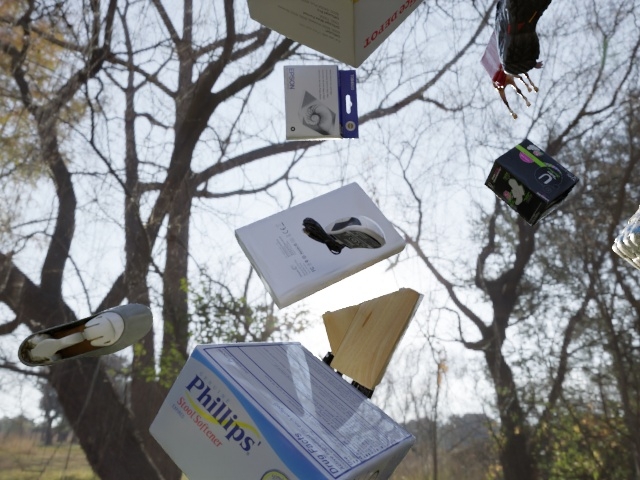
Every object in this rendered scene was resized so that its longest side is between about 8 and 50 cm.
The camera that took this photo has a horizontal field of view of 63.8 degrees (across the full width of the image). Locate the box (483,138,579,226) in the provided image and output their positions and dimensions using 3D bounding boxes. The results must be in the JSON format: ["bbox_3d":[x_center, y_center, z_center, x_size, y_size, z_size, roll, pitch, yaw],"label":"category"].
[{"bbox_3d":[0.259,-0.073,0.637,0.062,0.083,0.052,-33,-25,-19],"label":"box"}]

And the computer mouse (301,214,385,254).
[{"bbox_3d":[0.050,-0.015,0.896,0.106,0.042,0.193,35,-20,-27],"label":"computer mouse"}]

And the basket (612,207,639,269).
[{"bbox_3d":[0.719,-0.036,0.953,0.289,0.254,0.201,-42,-20,1],"label":"basket"}]

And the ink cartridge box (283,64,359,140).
[{"bbox_3d":[0.004,-0.411,1.528,0.224,0.223,0.045,-3,-5,-5],"label":"ink cartridge box"}]

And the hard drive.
[{"bbox_3d":[0.000,0.000,1.098,0.308,0.203,0.040,-23,-30,-22],"label":"hard drive"}]

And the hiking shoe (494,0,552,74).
[{"bbox_3d":[0.333,-0.405,0.872,0.086,0.114,0.226,-6,-47,-5],"label":"hiking shoe"}]

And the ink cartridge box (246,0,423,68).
[{"bbox_3d":[0.018,-0.344,0.537,0.168,0.171,0.232,33,-23,21],"label":"ink cartridge box"}]

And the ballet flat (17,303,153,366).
[{"bbox_3d":[-0.377,0.157,0.826,0.213,0.072,0.068,-18,-7,0],"label":"ballet flat"}]

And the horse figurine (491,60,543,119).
[{"bbox_3d":[0.519,-0.448,1.388,0.174,0.263,0.066,50,-38,-13],"label":"horse figurine"}]

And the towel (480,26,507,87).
[{"bbox_3d":[0.406,-0.469,1.055,0.031,0.199,0.274,16,-58,-3],"label":"towel"}]

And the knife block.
[{"bbox_3d":[0.104,0.243,1.034,0.276,0.242,0.088,-20,-13,14],"label":"knife block"}]

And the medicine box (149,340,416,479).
[{"bbox_3d":[-0.044,0.284,0.753,0.263,0.149,0.289,34,9,29],"label":"medicine box"}]
